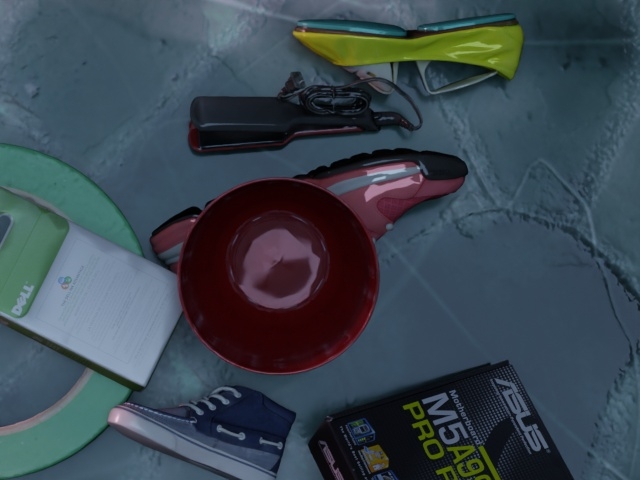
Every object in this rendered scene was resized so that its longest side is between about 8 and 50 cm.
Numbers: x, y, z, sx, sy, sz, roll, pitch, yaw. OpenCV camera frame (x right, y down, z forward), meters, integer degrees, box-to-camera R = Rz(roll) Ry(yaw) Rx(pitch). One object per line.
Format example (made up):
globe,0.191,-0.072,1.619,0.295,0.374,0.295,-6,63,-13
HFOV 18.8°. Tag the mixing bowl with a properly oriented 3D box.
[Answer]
mixing bowl,-0.038,0.025,1.774,0.181,0.098,0.181,0,99,-1

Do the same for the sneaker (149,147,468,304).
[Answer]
sneaker,0.000,0.000,1.879,0.314,0.116,0.136,-17,97,1

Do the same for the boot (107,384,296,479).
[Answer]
boot,-0.112,0.170,1.842,0.190,0.069,0.086,28,76,-34

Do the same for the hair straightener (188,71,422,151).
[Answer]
hair straightener,-0.014,-0.124,1.883,0.230,0.089,0.047,1,62,-4

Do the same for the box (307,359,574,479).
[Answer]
box,0.141,0.262,1.799,0.216,0.060,0.270,-14,65,-28

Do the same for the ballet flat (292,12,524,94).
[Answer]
ballet flat,0.089,-0.183,1.910,0.231,0.077,0.077,-3,102,-7

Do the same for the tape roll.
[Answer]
tape roll,-0.320,0.069,1.850,0.321,0.077,0.321,0,86,-5

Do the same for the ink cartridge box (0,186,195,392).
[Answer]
ink cartridge box,-0.233,0.045,1.782,0.209,0.062,0.109,27,77,-7
